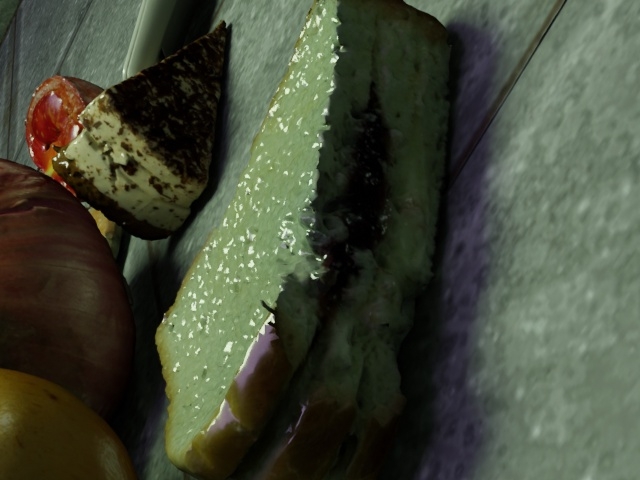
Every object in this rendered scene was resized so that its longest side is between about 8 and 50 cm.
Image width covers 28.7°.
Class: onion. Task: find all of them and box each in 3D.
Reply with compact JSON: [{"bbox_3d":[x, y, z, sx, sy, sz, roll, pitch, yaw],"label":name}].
[{"bbox_3d":[-0.321,0.098,1.115,0.353,0.353,0.354,-48,29,39],"label":"onion"}]

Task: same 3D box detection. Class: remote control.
[{"bbox_3d":[-0.152,-0.279,1.378,0.109,0.055,0.313,87,-167,-64],"label":"remote control"}]

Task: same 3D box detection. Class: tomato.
[{"bbox_3d":[-0.274,-0.119,1.479,0.159,0.091,0.139,49,128,36],"label":"tomato"}]

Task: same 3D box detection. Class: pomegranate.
[{"bbox_3d":[-0.246,0.213,0.869,0.264,0.264,0.264,-48,29,39],"label":"pomegranate"}]

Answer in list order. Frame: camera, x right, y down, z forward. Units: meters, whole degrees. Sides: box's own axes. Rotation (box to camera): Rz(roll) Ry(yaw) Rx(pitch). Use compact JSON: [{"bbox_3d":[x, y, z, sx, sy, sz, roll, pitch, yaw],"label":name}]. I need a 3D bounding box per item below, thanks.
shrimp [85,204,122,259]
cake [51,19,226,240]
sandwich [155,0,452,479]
[{"bbox_3d":[-0.290,0.090,1.357,0.289,0.075,0.178,-47,30,13],"label":"shrimp"},{"bbox_3d":[-0.133,-0.103,1.205,0.112,0.135,0.246,-40,4,34],"label":"cake"},{"bbox_3d":[0.004,0.002,0.716,0.288,0.099,0.254,-63,16,10],"label":"sandwich"}]
